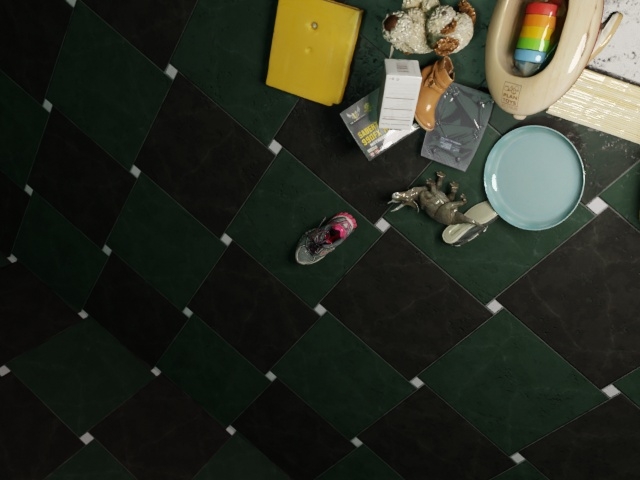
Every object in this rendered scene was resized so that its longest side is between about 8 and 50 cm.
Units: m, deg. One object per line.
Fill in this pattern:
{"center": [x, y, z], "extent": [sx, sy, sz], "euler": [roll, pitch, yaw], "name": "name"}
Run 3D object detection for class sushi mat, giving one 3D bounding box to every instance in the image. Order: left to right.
{"center": [0.820, -0.376, 1.524], "extent": [0.317, 0.019, 0.151], "euler": [21, 135, 6], "name": "sushi mat"}

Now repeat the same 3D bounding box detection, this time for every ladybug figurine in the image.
{"center": [0.605, -0.551, 1.455], "extent": [0.305, 0.162, 0.449], "euler": [36, 124, 43], "name": "ladybug figurine"}

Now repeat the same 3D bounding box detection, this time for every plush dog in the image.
{"center": [0.329, -0.610, 1.576], "extent": [0.226, 0.262, 0.210], "euler": [20, 154, 26], "name": "plush dog"}

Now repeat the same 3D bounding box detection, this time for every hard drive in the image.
{"center": [0.435, -0.364, 1.721], "extent": [0.172, 0.054, 0.254], "euler": [22, 120, 13], "name": "hard drive"}

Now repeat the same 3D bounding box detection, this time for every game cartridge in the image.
{"center": [-0.028, -0.639, 1.807], "extent": [0.285, 0.052, 0.323], "euler": [23, 124, 13], "name": "game cartridge"}

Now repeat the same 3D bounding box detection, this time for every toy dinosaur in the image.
{"center": [0.404, -0.125, 1.832], "extent": [0.314, 0.121, 0.160], "euler": [28, 133, 7], "name": "toy dinosaur"}

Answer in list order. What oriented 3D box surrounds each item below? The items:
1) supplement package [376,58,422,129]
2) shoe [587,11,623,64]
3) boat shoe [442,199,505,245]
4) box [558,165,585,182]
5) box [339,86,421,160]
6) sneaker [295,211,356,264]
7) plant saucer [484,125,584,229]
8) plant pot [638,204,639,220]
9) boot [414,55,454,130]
{"center": [0.233, -0.437, 1.624], "extent": [0.105, 0.105, 0.179], "euler": [3, 136, -2], "name": "supplement package"}
{"center": [0.735, -0.532, 1.490], "extent": [0.058, 0.076, 0.219], "euler": [33, 126, -1], "name": "shoe"}
{"center": [0.527, -0.058, 1.829], "extent": [0.233, 0.084, 0.079], "euler": [-37, 133, 27], "name": "boat shoe"}
{"center": [0.759, -0.202, 1.635], "extent": [0.062, 0.083, 0.052], "euler": [23, 120, 14], "name": "box"}
{"center": [0.204, -0.396, 1.753], "extent": [0.231, 0.056, 0.183], "euler": [-32, 100, 4], "name": "box"}
{"center": [0.000, 0.000, 2.063], "extent": [0.121, 0.112, 0.299], "euler": [48, 124, -3], "name": "sneaker"}
{"center": [0.651, -0.190, 1.651], "extent": [0.318, 0.044, 0.317], "euler": [18, 114, 46], "name": "plant saucer"}
{"center": [1.007, -0.152, 1.468], "extent": [0.275, 0.274, 0.293], "euler": [22, 137, 14], "name": "plant pot"}
{"center": [0.350, -0.449, 1.653], "extent": [0.152, 0.073, 0.197], "euler": [-26, 73, 50], "name": "boot"}
